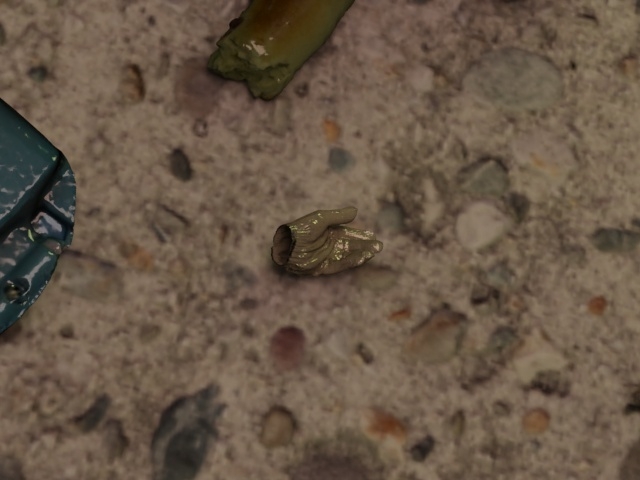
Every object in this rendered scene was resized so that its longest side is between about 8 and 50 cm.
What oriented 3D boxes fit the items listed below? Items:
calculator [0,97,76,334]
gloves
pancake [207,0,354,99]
[{"bbox_3d":[-0.277,-0.053,0.954,0.293,0.051,0.173,39,68,2],"label":"calculator"},{"bbox_3d":[0.000,0.000,1.013,0.081,0.037,0.044,7,96,-23],"label":"gloves"},{"bbox_3d":[-0.044,-0.273,1.084,0.197,0.054,0.376,-5,75,-17],"label":"pancake"}]
